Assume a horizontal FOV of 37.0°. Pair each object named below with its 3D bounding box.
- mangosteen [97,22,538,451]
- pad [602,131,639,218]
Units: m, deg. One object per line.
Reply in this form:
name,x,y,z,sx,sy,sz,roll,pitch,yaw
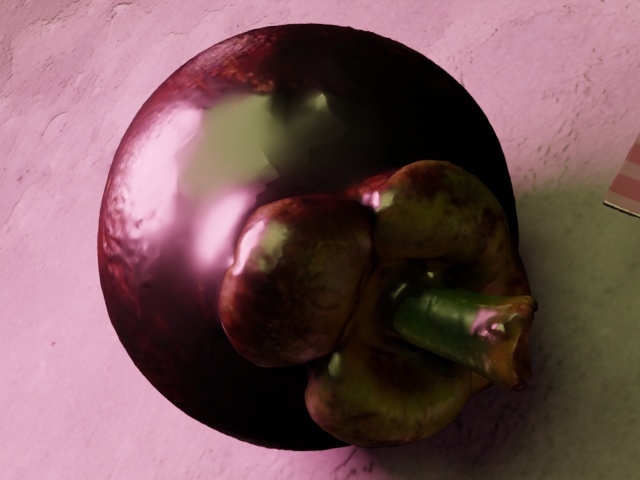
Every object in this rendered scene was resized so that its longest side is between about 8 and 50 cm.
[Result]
mangosteen,-0.012,0.004,0.635,0.296,0.297,0.313,-28,7,18
pad,0.332,-0.104,0.601,0.202,0.005,0.300,24,67,26
